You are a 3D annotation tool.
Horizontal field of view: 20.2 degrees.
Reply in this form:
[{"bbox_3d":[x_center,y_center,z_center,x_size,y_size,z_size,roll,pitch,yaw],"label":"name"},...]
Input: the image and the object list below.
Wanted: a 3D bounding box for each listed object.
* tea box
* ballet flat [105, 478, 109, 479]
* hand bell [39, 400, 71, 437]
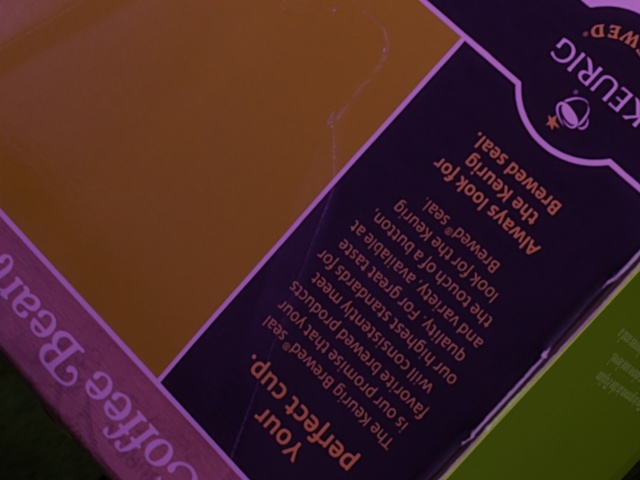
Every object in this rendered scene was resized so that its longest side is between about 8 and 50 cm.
[{"bbox_3d":[0.017,-0.052,0.753,0.323,0.329,0.220,-47,156,5],"label":"tea box"},{"bbox_3d":[-0.077,0.191,1.288,0.072,0.068,0.213,-53,154,15],"label":"ballet flat"},{"bbox_3d":[-0.073,-0.010,0.981,0.126,0.126,0.242,-18,131,-46],"label":"hand bell"}]
